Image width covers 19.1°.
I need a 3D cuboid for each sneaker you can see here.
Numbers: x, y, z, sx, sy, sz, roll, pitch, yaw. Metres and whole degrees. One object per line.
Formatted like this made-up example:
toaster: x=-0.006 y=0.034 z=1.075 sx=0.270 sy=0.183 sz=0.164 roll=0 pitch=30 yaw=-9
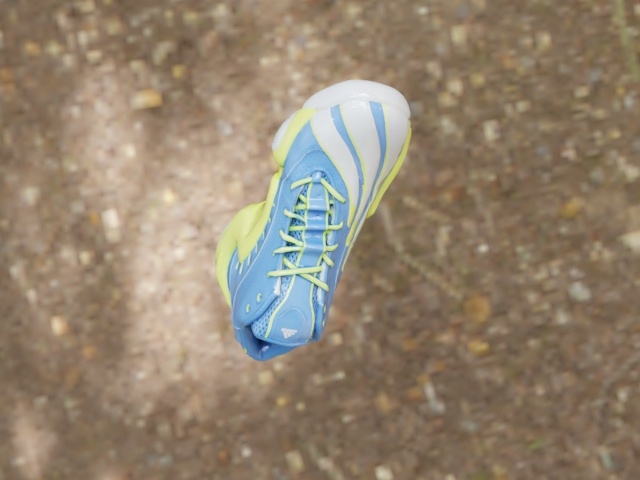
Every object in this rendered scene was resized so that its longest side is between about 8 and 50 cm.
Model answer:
sneaker: x=0.000 y=0.000 z=1.312 sx=0.240 sy=0.091 sz=0.126 roll=123 pitch=149 yaw=-48
